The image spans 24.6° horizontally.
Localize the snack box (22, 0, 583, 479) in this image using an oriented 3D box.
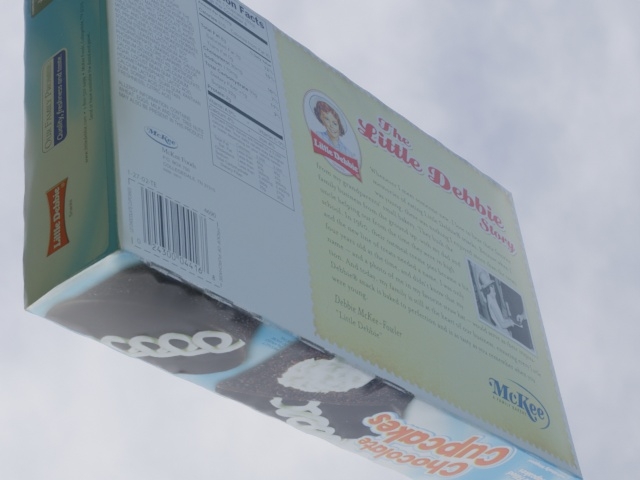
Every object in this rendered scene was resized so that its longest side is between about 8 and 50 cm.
[{"bbox_3d":[0.000,0.000,0.698,0.060,0.322,0.187,-31,-131,29],"label":"snack box"}]
